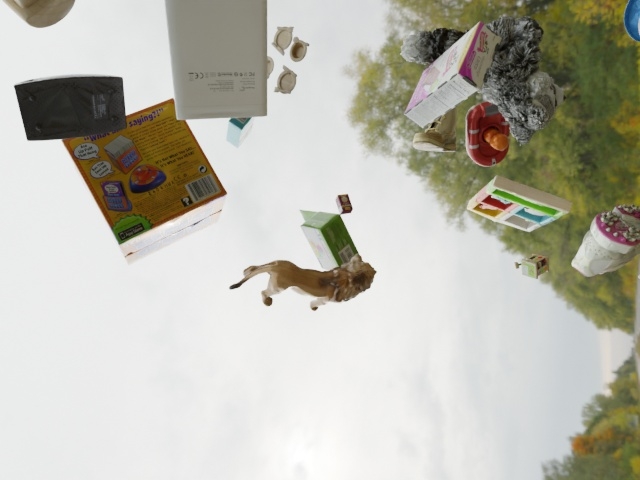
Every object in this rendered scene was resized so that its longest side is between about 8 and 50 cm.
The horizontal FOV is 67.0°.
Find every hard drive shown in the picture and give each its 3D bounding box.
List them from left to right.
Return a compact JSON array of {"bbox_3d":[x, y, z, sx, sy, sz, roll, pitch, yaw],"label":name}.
[{"bbox_3d":[-0.652,-0.357,1.276,0.254,0.054,0.172,-17,-40,-31],"label":"hard drive"},{"bbox_3d":[-0.244,-0.473,1.160,0.232,0.047,0.354,-6,-56,-16],"label":"hard drive"}]

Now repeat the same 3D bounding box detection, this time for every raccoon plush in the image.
[{"bbox_3d":[0.455,-0.430,1.377,0.216,0.445,0.300,33,-121,-65],"label":"raccoon plush"}]

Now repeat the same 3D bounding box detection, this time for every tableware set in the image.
[{"bbox_3d":[-0.098,-0.477,1.276,0.020,0.141,0.169,0,-56,-56],"label":"tableware set"}]

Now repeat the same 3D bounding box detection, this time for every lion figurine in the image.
[{"bbox_3d":[-0.045,0.118,1.412,0.391,0.240,0.142,4,-112,-31],"label":"lion figurine"}]

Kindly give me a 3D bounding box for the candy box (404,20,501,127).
[{"bbox_3d":[0.314,-0.393,1.175,0.071,0.233,0.159,30,-109,-15],"label":"candy box"}]

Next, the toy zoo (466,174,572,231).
[{"bbox_3d":[0.512,-0.087,1.295,0.293,0.192,0.030,81,-150,-80],"label":"toy zoo"}]

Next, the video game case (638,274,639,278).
[{"bbox_3d":[0.791,0.086,1.072,0.087,0.122,0.011,-54,-12,15],"label":"video game case"}]

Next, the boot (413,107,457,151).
[{"bbox_3d":[0.390,-0.403,1.613,0.261,0.095,0.204,-8,-77,-50],"label":"boot"}]

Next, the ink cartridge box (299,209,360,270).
[{"bbox_3d":[0.000,0.000,1.681,0.097,0.255,0.189,-39,-64,-24],"label":"ink cartridge box"}]

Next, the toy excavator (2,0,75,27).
[{"bbox_3d":[-0.501,-0.610,0.791,0.222,0.445,0.433,44,-169,2],"label":"toy excavator"}]

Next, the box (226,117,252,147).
[{"bbox_3d":[-0.307,-0.440,1.858,0.060,0.244,0.101,36,-102,-8],"label":"box"}]

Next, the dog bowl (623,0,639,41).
[{"bbox_3d":[0.859,-0.491,1.129,0.074,0.166,0.297,-11,-117,-43],"label":"dog bowl"}]

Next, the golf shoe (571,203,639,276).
[{"bbox_3d":[0.665,0.000,1.083,0.306,0.115,0.140,-8,-45,-36],"label":"golf shoe"}]

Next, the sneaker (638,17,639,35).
[{"bbox_3d":[0.632,-0.294,0.788,0.152,0.101,0.269,10,-117,-12],"label":"sneaker"}]

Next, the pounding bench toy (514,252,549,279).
[{"bbox_3d":[0.645,0.072,1.477,0.065,0.083,0.052,-24,-67,-24],"label":"pounding bench toy"}]

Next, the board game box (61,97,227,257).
[{"bbox_3d":[-0.567,-0.180,1.605,0.356,0.356,0.357,-29,-93,-21],"label":"board game box"}]

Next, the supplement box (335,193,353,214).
[{"bbox_3d":[0.105,-0.163,2.170,0.054,0.043,0.084,-9,-114,-20],"label":"supplement box"}]

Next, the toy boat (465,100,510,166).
[{"bbox_3d":[0.586,-0.352,1.643,0.151,0.150,0.231,-106,0,-50],"label":"toy boat"}]
